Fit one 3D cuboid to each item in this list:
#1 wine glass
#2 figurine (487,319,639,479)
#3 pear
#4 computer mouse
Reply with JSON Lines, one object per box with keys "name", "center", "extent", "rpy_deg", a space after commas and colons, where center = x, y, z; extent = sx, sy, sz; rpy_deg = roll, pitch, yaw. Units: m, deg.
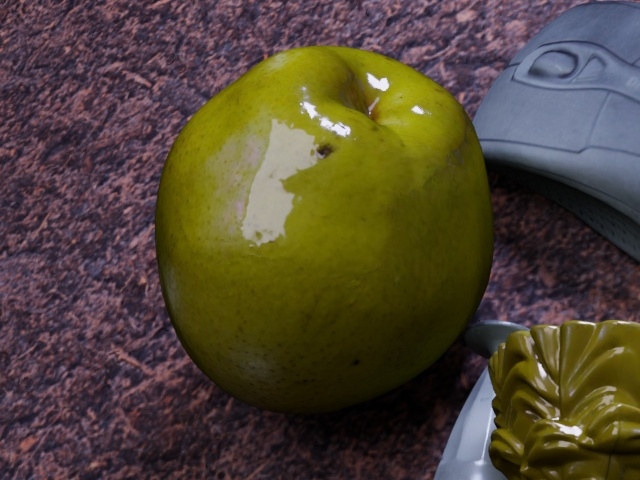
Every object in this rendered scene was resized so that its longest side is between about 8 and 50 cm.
{"name": "wine glass", "center": [0.127, 0.142, 1.151], "extent": [0.073, 0.073, 0.155], "rpy_deg": [-6, 52, 30]}
{"name": "figurine", "center": [0.169, 0.231, 0.992], "extent": [0.187, 0.168, 0.315], "rpy_deg": [-28, 45, 56]}
{"name": "pear", "center": [0.000, 0.000, 1.195], "extent": [0.294, 0.294, 0.294], "rpy_deg": [-18, 50, 22]}
{"name": "computer mouse", "center": [0.254, -0.095, 1.209], "extent": [0.188, 0.122, 0.371], "rpy_deg": [-50, 43, -9]}
